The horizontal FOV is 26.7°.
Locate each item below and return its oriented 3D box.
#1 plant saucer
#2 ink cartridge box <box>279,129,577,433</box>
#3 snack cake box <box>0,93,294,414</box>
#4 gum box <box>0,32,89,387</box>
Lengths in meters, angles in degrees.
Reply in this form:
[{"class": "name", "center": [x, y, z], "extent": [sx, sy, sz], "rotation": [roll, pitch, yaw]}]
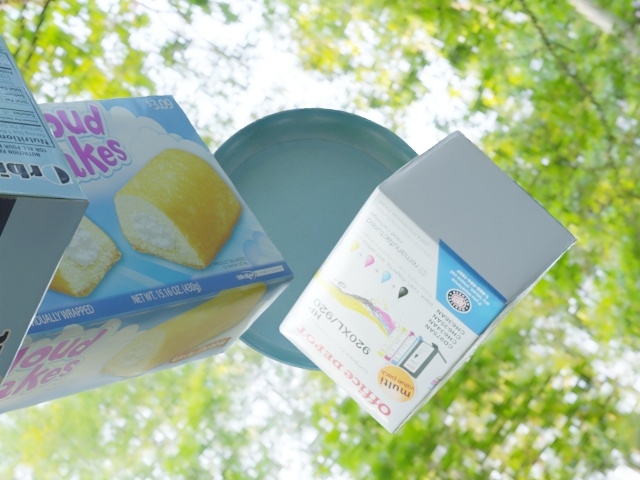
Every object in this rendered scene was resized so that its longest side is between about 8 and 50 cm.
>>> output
[{"class": "plant saucer", "center": [0.000, 0.000, 1.568], "extent": [0.317, 0.317, 0.044], "rotation": [-42, -6, -20]}, {"class": "ink cartridge box", "center": [0.105, 0.044, 1.385], "extent": [0.168, 0.171, 0.233], "rotation": [-37, -14, -48]}, {"class": "snack cake box", "center": [-0.159, 0.005, 0.758], "extent": [0.264, 0.152, 0.089], "rotation": [-12, -28, -50]}, {"class": "gum box", "center": [-0.158, -0.018, 0.489], "extent": [0.041, 0.184, 0.157], "rotation": [4, -50, -39]}]
